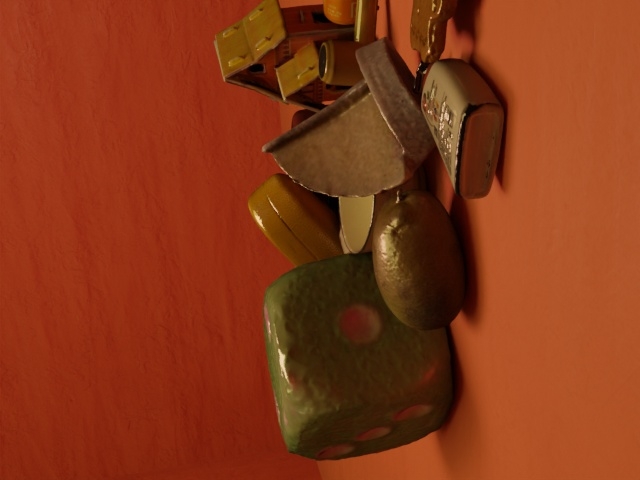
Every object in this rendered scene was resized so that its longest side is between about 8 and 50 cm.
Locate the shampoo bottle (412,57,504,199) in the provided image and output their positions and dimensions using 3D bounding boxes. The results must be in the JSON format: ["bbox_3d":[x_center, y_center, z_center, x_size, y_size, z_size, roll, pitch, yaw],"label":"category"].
[{"bbox_3d":[0.194,-0.199,1.419,0.284,0.071,0.153,-105,14,-54],"label":"shampoo bottle"}]

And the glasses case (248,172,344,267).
[{"bbox_3d":[0.000,0.000,2.211,0.371,0.141,0.173,45,-163,-22],"label":"glasses case"}]

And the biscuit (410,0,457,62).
[{"bbox_3d":[0.165,-0.387,1.378,0.184,0.035,0.248,-104,21,-62],"label":"biscuit"}]

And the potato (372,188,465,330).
[{"bbox_3d":[0.161,0.025,1.581,0.174,0.159,0.251,16,130,53],"label":"potato"}]

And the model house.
[{"bbox_3d":[-0.062,-0.356,2.135,0.340,0.324,0.300,92,168,-51],"label":"model house"}]

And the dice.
[{"bbox_3d":[0.065,0.230,1.848,0.330,0.322,0.318,98,162,-59],"label":"dice"}]

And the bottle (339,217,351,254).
[{"bbox_3d":[0.105,0.006,2.073,0.253,0.120,0.120,-105,10,-48],"label":"bottle"}]

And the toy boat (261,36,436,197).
[{"bbox_3d":[0.079,-0.180,1.630,0.111,0.293,0.276,25,-161,-52],"label":"toy boat"}]

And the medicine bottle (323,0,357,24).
[{"bbox_3d":[0.054,-0.545,1.951,0.192,0.096,0.096,92,167,-47],"label":"medicine bottle"}]

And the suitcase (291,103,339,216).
[{"bbox_3d":[0.015,-0.173,2.355,0.297,0.161,0.236,95,164,-59],"label":"suitcase"}]

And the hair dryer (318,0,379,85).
[{"bbox_3d":[0.076,-0.437,1.845,0.090,0.135,0.278,-124,37,-70],"label":"hair dryer"}]

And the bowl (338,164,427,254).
[{"bbox_3d":[0.118,-0.089,1.774,0.238,0.126,0.237,-179,90,-76],"label":"bowl"}]
